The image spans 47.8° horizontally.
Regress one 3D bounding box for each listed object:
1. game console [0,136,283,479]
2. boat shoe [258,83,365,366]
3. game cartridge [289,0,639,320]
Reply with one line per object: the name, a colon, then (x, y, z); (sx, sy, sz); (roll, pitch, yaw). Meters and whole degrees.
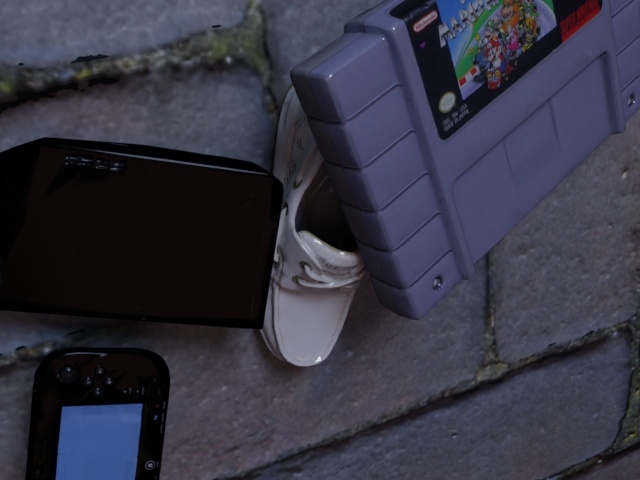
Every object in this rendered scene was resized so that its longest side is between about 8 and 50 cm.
game console: (-0.156, 0.104, 0.574); (0.213, 0.044, 0.361); (6, 101, -16)
boat shoe: (0.000, 0.000, 0.615); (0.098, 0.096, 0.276); (-5, 115, -23)
game cartridge: (0.151, -0.128, 0.593); (0.355, 0.068, 0.230); (-40, 130, -24)
